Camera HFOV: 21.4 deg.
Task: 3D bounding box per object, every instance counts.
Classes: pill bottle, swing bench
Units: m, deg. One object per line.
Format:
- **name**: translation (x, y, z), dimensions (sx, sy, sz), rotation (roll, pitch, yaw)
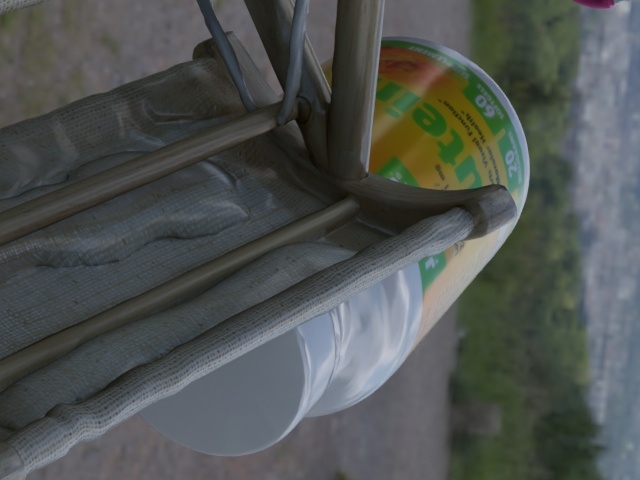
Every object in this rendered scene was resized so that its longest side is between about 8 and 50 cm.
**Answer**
- **pill bottle**: translation (0.000, 0.000, 0.808), dimensions (0.246, 0.136, 0.136), rotation (-43, 140, -56)
- **swing bench**: translation (-0.086, -0.080, 0.585), dimensions (0.253, 0.165, 0.254), rotation (-25, 113, -41)

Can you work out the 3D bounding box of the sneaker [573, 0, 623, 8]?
- **sneaker**: translation (0.198, -0.245, 0.894), dimensions (0.111, 0.103, 0.252), rotation (-19, 141, -59)
